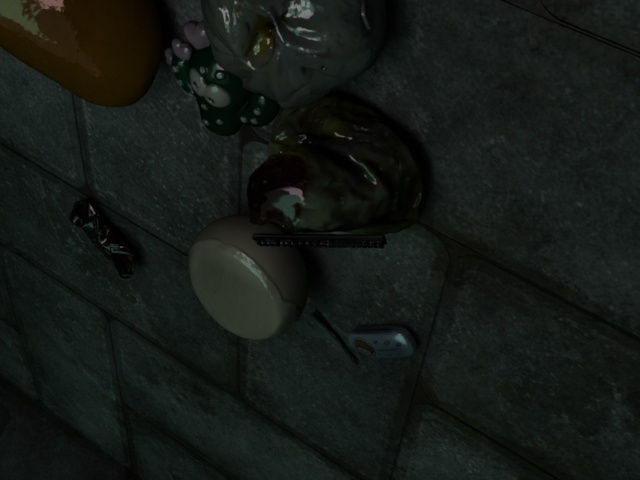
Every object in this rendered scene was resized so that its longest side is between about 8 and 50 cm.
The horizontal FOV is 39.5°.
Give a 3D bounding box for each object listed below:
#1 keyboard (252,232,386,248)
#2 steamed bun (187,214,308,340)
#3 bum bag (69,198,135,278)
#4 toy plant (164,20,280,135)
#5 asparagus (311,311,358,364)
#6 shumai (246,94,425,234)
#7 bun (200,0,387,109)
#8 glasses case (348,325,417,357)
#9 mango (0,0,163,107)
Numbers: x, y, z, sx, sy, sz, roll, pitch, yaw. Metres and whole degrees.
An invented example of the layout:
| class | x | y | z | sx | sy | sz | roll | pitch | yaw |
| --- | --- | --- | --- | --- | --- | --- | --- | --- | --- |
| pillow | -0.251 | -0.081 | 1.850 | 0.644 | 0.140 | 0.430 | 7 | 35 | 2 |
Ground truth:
| class | x | y | z | sx | sy | sz | roll | pitch | yaw |
| --- | --- | --- | --- | --- | --- | --- | --- | --- | --- |
| keyboard | 0.000 | 0.000 | 1.541 | 0.230 | 0.025 | 0.093 | 1 | 177 | 5 |
| steamed bun | -0.142 | 0.065 | 1.916 | 0.283 | 0.177 | 0.283 | 22 | 135 | 24 |
| bum bag | -0.567 | -0.009 | 2.345 | 0.248 | 0.069 | 0.102 | 47 | 120 | 0 |
| toy plant | -0.182 | -0.298 | 1.655 | 0.232 | 0.112 | 0.243 | 47 | 150 | -12 |
| asparagus | 0.035 | 0.224 | 2.040 | 0.163 | 0.016 | 0.016 | 50 | 153 | -11 |
| shumai | 0.001 | -0.079 | 1.569 | 0.309 | 0.263 | 0.304 | 2 | 125 | 43 |
| bun | -0.067 | -0.372 | 1.401 | 0.354 | 0.194 | 0.354 | 22 | 137 | 22 |
| glasses case | 0.131 | 0.218 | 1.916 | 0.178 | 0.045 | 0.067 | -9 | 118 | 48 |
| mango | -0.478 | -0.443 | 1.667 | 0.300 | 0.232 | 0.445 | -36 | 108 | 13 |
